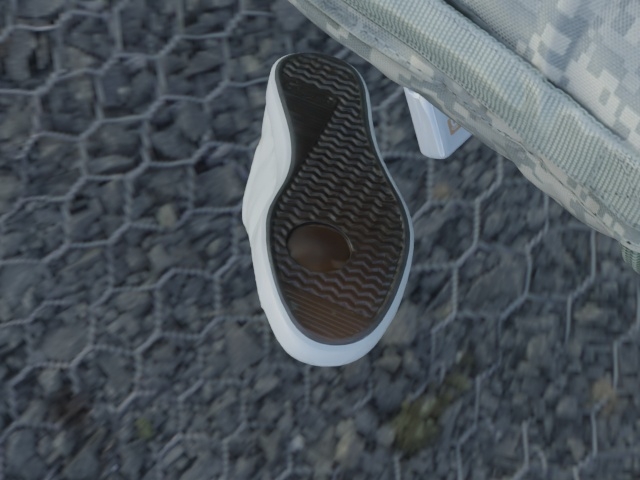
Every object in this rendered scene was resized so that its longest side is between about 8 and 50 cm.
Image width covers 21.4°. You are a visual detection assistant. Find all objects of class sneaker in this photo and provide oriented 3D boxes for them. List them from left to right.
[{"bbox_3d":[0.000,0.000,1.187,0.106,0.290,0.123,9,131,-8],"label":"sneaker"}]

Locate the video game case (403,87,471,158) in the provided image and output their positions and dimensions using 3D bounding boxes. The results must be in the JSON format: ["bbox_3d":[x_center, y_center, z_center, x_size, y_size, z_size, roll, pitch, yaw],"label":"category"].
[{"bbox_3d":[0.106,-0.178,1.023,0.023,0.201,0.183,15,135,40],"label":"video game case"}]

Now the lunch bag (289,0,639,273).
[{"bbox_3d":[0.089,-0.152,0.591,0.305,0.212,0.256,40,58,19],"label":"lunch bag"}]
